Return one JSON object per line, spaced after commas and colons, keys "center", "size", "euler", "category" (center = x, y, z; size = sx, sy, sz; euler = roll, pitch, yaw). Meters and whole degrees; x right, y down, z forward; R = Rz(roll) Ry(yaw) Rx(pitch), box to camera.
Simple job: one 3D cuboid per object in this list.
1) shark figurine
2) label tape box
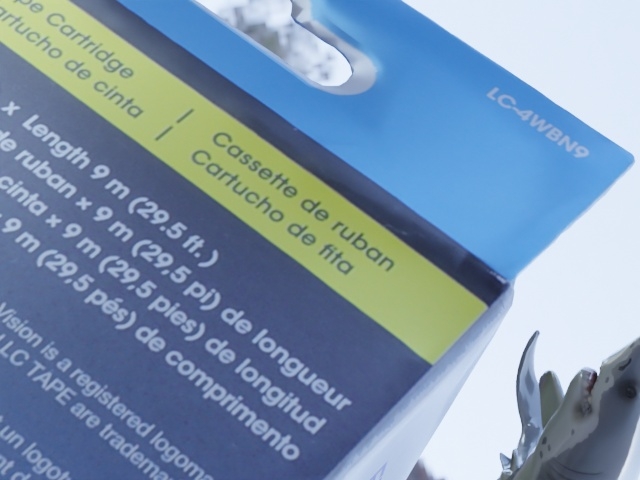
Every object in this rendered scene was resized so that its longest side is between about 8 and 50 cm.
{"center": [0.157, 0.146, 0.994], "size": [0.278, 0.116, 0.166], "euler": [98, 17, -84], "category": "shark figurine"}
{"center": [-0.112, 0.035, 0.491], "size": [0.249, 0.348, 0.115], "euler": [36, -35, 17], "category": "label tape box"}
